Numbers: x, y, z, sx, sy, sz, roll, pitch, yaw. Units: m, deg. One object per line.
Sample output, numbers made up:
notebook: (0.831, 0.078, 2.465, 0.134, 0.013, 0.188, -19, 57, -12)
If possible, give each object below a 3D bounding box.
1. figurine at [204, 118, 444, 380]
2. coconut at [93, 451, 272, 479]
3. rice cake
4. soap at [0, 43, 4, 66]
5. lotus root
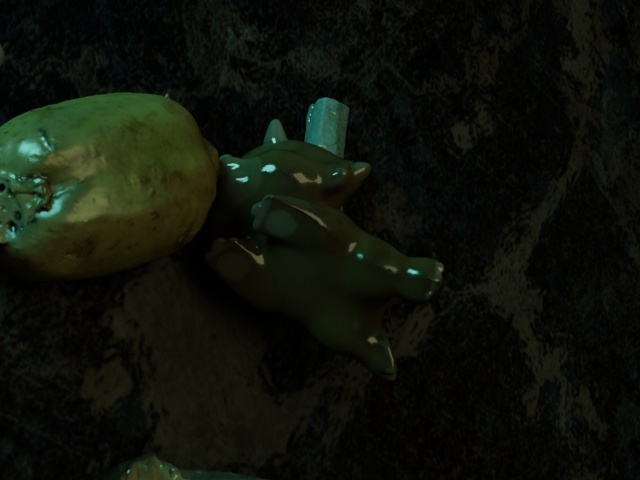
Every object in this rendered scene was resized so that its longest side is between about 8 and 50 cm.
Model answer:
figurine: (-0.002, -0.005, 1.568, 0.247, 0.177, 0.173, 22, 31, -3)
coconut: (-0.092, 0.339, 1.198, 0.405, 0.405, 0.404, 19, 63, -43)
rice cake: (0.002, -0.042, 1.697, 0.045, 0.042, 0.245, 24, 60, -40)
soap: (-0.462, -0.053, 0.970, 0.213, 0.350, 0.435, 56, 41, -7)
lotus root: (-0.192, -0.051, 1.406, 0.284, 0.146, 0.160, -17, 107, -53)
